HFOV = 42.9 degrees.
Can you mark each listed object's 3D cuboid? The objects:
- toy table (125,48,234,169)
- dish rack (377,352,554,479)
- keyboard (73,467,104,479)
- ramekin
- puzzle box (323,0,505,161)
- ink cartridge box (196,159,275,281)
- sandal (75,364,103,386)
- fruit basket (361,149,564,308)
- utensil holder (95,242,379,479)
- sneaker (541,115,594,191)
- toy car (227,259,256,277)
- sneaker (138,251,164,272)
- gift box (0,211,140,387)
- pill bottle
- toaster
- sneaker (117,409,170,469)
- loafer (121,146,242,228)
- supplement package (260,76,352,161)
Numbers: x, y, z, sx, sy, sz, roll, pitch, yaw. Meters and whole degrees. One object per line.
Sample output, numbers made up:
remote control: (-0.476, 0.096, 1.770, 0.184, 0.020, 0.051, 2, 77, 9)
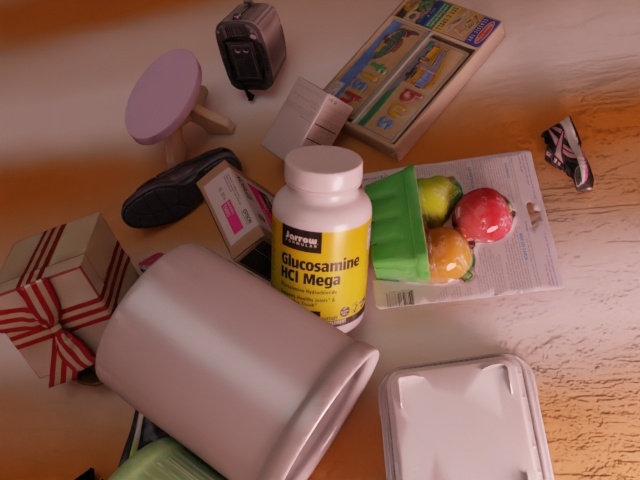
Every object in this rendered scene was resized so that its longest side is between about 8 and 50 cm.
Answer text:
toy table: (-0.355, -0.313, 1.991, 0.252, 0.161, 0.274, 14, 66, 28)
dish rack: (0.245, 0.347, 1.400, 0.285, 0.072, 0.333, -9, 58, 8)
keyboard: (-0.443, 0.546, 1.593, 0.100, 0.038, 0.192, -36, 52, 27)
ramekin: (-0.268, 0.505, 1.386, 0.148, 0.303, 0.303, 25, 72, 24)
puzzle box: (0.201, -0.393, 1.891, 0.272, 0.052, 0.409, 32, 75, 32)
ink cartridge box: (-0.137, -0.032, 1.710, 0.088, 0.193, 0.235, -38, 54, 12)
sandal: (-0.511, 0.286, 1.761, 0.180, 0.049, 0.072, -2, 47, 37)
fruit basket: (0.267, -0.021, 1.605, 0.353, 0.165, 0.327, -5, 58, 0)
utensil holder: (-0.144, 0.226, 1.423, 0.385, 0.327, 0.328, 32, 75, 15)
sneaker: (0.494, -0.164, 1.640, 0.077, 0.072, 0.178, -22, 46, 22)
toy car: (-0.209, 0.098, 1.667, 0.155, 0.188, 0.149, 27, 73, 32)
sneaker: (-0.346, 0.074, 1.814, 0.170, 0.075, 0.063, 6, 34, 47)
gift box: (-0.543, 0.135, 1.717, 0.276, 0.255, 0.258, -24, 30, 10)
pill bottle: (0.000, 0.000, 1.538, 0.188, 0.334, 0.188, 1, 28, -1)
toaster: (-0.161, -0.474, 1.997, 0.129, 0.227, 0.146, 5, 45, 22)
sneaker: (-0.328, 0.388, 1.623, 0.097, 0.084, 0.235, 12, 64, 0)
loafer: (-0.330, -0.127, 1.919, 0.302, 0.109, 0.095, -28, 35, -4)
supplement package: (-0.031, -0.256, 1.829, 0.105, 0.105, 0.179, 37, 102, 33)
